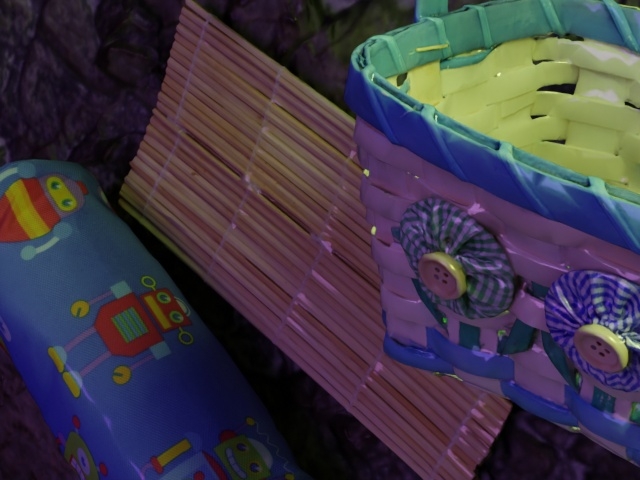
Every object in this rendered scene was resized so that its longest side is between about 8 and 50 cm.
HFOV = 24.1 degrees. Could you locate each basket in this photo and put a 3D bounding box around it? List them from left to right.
[{"bbox_3d":[0.143,-0.057,0.605,0.255,0.201,0.289,22,118,34],"label":"basket"}]

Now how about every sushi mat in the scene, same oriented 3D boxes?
[{"bbox_3d":[0.000,0.000,0.861,0.316,0.019,0.151,40,118,31],"label":"sushi mat"}]

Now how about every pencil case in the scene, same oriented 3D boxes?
[{"bbox_3d":[-0.119,0.087,0.909,0.306,0.119,0.133,51,144,25],"label":"pencil case"}]
